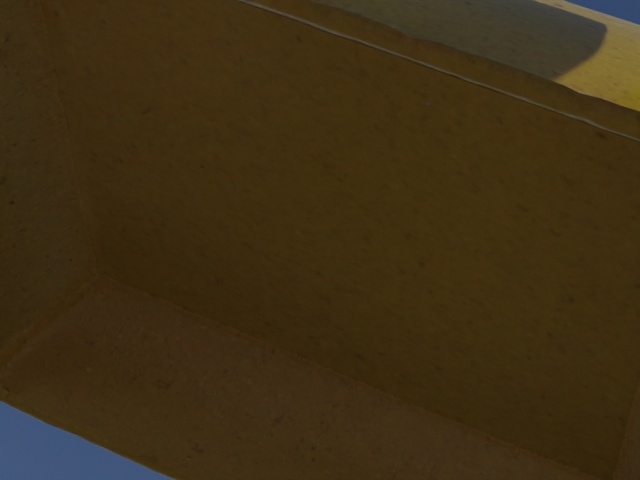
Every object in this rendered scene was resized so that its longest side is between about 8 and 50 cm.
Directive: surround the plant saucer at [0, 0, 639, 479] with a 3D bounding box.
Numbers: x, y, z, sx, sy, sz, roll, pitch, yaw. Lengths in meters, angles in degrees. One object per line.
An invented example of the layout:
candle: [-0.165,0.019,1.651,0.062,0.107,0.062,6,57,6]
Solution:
plant saucer: [0.000,0.000,0.601,0.333,0.081,0.333,22,-32,16]
